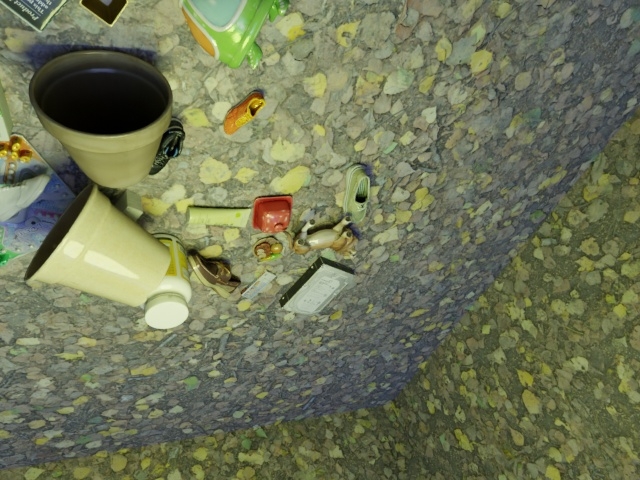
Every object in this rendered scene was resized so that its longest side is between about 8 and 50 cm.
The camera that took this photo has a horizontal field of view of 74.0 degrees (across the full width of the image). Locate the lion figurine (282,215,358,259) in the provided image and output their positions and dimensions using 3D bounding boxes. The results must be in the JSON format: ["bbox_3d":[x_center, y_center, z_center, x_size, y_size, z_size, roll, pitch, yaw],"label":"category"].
[{"bbox_3d":[0.000,0.000,1.830,0.392,0.142,0.240,0,158,-20],"label":"lion figurine"}]

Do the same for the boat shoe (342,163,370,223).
[{"bbox_3d":[0.153,-0.173,1.774,0.109,0.094,0.302,-17,137,-10],"label":"boat shoe"}]

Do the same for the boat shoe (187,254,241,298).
[{"bbox_3d":[-0.430,0.132,1.768,0.123,0.123,0.342,-36,146,-4],"label":"boat shoe"}]

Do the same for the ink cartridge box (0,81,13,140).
[{"bbox_3d":[-0.930,-0.339,1.083,0.208,0.087,0.153,-5,134,-23],"label":"ink cartridge box"}]

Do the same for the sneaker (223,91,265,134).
[{"bbox_3d":[-0.250,-0.406,1.368,0.175,0.067,0.064,-42,137,19],"label":"sneaker"}]

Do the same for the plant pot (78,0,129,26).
[{"bbox_3d":[-0.527,-0.592,1.035,0.081,0.083,0.081,-44,135,17],"label":"plant pot"}]

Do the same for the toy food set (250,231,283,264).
[{"bbox_3d":[-0.228,0.038,1.836,0.132,0.038,0.192,-18,137,-9],"label":"toy food set"}]

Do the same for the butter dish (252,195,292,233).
[{"bbox_3d":[-0.180,-0.083,1.682,0.160,0.118,0.160,-6,134,-20],"label":"butter dish"}]

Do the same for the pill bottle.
[{"bbox_3d":[-0.576,0.147,1.553,0.188,0.334,0.188,-14,136,-14],"label":"pill bottle"}]

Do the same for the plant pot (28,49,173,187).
[{"bbox_3d":[-0.576,-0.302,1.167,0.323,0.323,0.280,-5,150,-22],"label":"plant pot"}]

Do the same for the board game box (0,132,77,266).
[{"bbox_3d":[-0.986,-0.097,1.322,0.390,0.050,0.390,-23,137,-4],"label":"board game box"}]

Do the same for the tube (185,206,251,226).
[{"bbox_3d":[-0.386,-0.091,1.621,0.240,0.062,0.070,1,171,-34],"label":"tube"}]

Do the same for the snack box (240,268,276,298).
[{"bbox_3d":[-0.291,0.205,1.982,0.178,0.022,0.064,-42,136,16],"label":"snack box"}]

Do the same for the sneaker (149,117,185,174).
[{"bbox_3d":[-0.499,-0.272,1.335,0.079,0.121,0.217,19,121,-37],"label":"sneaker"}]

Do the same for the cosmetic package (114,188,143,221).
[{"bbox_3d":[-0.704,-0.055,1.466,0.239,0.099,0.060,-44,134,19],"label":"cosmetic package"}]

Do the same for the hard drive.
[{"bbox_3d":[-0.016,0.241,2.124,0.237,0.064,0.339,24,117,-41],"label":"hard drive"}]

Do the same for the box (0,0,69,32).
[{"bbox_3d":[-0.508,-0.662,0.821,0.395,0.293,0.212,-38,136,12],"label":"box"}]

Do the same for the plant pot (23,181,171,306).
[{"bbox_3d":[-0.653,0.045,1.306,0.334,0.334,0.305,-41,125,16],"label":"plant pot"}]

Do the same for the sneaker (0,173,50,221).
[{"bbox_3d":[-0.894,-0.140,1.238,0.212,0.080,0.094,-33,126,8],"label":"sneaker"}]

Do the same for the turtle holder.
[{"bbox_3d":[-0.208,-0.611,1.063,0.227,0.243,0.320,26,127,-22],"label":"turtle holder"}]
